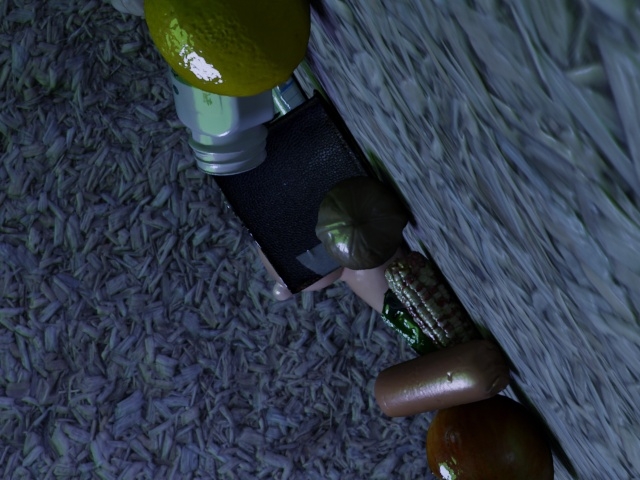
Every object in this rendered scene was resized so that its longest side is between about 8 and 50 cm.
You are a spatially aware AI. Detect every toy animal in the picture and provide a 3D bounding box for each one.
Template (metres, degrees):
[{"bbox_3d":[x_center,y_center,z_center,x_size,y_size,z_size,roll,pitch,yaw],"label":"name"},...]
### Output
[{"bbox_3d":[-0.007,-0.011,1.763,0.277,0.247,0.345,59,180,44],"label":"toy animal"}]

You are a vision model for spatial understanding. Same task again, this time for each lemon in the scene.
[{"bbox_3d":[-0.099,-0.249,1.087,0.203,0.178,0.178,46,-175,-32],"label":"lemon"}]

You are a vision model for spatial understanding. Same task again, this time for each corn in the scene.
[{"bbox_3d":[0.188,0.122,1.509,0.237,0.079,0.079,55,179,6],"label":"corn"}]

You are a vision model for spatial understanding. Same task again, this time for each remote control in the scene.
[{"bbox_3d":[-0.087,-0.304,1.853,0.335,0.066,0.128,58,-179,-21],"label":"remote control"}]

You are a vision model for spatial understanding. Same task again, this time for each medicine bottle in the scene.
[{"bbox_3d":[-0.148,-0.258,1.396,0.179,0.124,0.324,29,137,43],"label":"medicine bottle"}]

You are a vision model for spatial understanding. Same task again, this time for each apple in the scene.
[{"bbox_3d":[0.256,0.315,1.471,0.195,0.160,0.173,17,-161,-5],"label":"apple"}]

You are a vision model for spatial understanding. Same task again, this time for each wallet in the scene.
[{"bbox_3d":[-0.025,-0.074,1.558,0.262,0.221,0.071,57,-171,-6],"label":"wallet"}]

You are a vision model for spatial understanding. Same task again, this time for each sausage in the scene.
[{"bbox_3d":[0.174,0.209,1.465,0.086,0.086,0.289,58,148,-2],"label":"sausage"}]

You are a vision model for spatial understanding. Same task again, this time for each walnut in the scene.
[{"bbox_3d":[0.060,-0.025,1.449,0.140,0.140,0.162,58,168,1],"label":"walnut"}]

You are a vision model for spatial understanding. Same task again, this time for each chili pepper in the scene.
[{"bbox_3d":[0.195,0.144,1.574,0.216,0.108,0.062,43,174,6],"label":"chili pepper"}]

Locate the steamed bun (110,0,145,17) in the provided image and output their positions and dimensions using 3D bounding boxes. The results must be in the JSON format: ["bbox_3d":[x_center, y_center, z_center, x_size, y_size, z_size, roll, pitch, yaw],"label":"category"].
[{"bbox_3d":[-0.252,-0.464,1.656,0.144,0.218,0.211,36,172,2],"label":"steamed bun"}]
